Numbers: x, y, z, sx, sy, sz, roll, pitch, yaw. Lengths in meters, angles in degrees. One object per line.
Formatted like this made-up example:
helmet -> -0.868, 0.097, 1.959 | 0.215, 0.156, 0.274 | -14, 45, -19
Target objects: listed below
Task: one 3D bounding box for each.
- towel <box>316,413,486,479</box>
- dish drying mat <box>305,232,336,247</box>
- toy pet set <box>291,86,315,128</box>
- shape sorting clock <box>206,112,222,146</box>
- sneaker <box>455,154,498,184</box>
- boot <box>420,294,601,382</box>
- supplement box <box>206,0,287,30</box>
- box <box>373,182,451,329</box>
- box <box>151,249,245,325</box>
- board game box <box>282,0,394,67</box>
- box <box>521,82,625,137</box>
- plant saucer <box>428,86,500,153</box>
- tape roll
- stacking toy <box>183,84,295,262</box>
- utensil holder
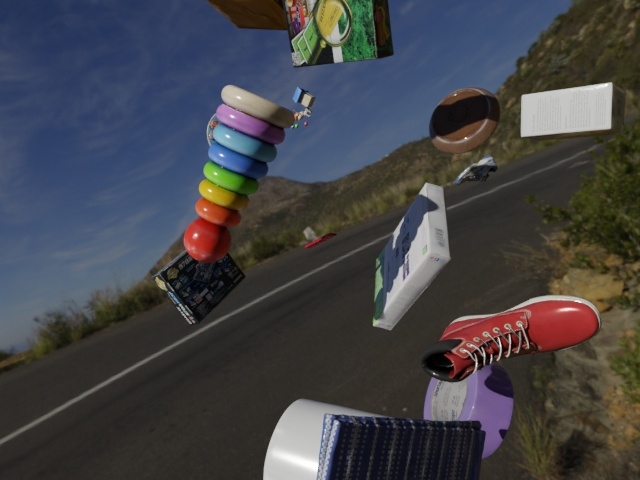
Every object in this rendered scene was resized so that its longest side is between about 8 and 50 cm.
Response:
towel -> 0.108, 0.360, 0.643 | 0.336, 0.243, 0.040 | 20, -13, -38
dish drying mat -> 0.000, 0.000, 1.200 | 0.083, 0.008, 0.032 | -28, -17, 32
toy pet set -> -0.073, -0.433, 1.557 | 0.114, 0.065, 0.122 | -64, -11, 25
shape sorting clock -> -0.318, -0.392, 1.777 | 0.206, 0.206, 0.040 | -20, 6, -17
sneaker -> 0.441, -0.188, 1.338 | 0.135, 0.058, 0.052 | -31, -11, -9
boot -> 0.279, 0.154, 0.712 | 0.244, 0.088, 0.176 | -21, -3, 36
supplement box -> -0.134, -0.606, 1.089 | 0.191, 0.194, 0.129 | 20, -2, 34
box -> 0.219, 0.047, 1.198 | 0.059, 0.232, 0.322 | 18, -43, -9
box -> -0.337, 0.103, 1.355 | 0.051, 0.175, 0.220 | -21, 20, 43
board game box -> 0.000, -0.306, 0.456 | 0.030, 0.259, 0.136 | -27, 28, -35
box -> 0.532, -0.266, 1.009 | 0.171, 0.091, 0.130 | 4, 9, 43
plant saucer -> 0.323, -0.281, 1.096 | 0.168, 0.168, 0.029 | -20, -27, 31
tape roll -> 0.282, 0.317, 0.930 | 0.080, 0.189, 0.189 | 22, -6, -8
stacking toy -> -0.170, -0.112, 0.903 | 0.141, 0.330, 0.141 | 22, 13, -5
utensil holder -> 0.089, 0.610, 1.264 | 0.386, 0.327, 0.328 | 6, 12, 26
